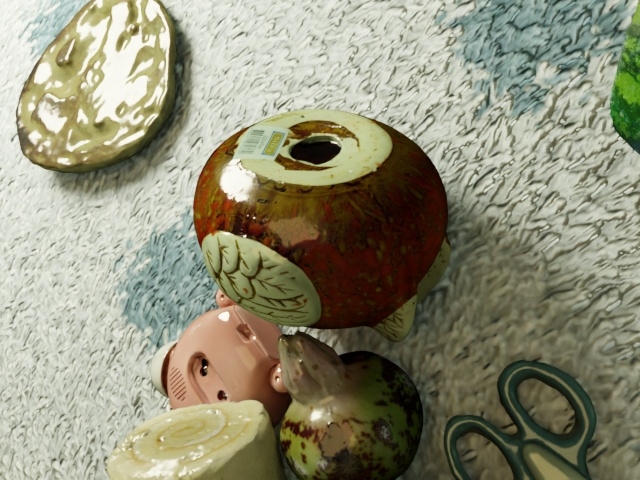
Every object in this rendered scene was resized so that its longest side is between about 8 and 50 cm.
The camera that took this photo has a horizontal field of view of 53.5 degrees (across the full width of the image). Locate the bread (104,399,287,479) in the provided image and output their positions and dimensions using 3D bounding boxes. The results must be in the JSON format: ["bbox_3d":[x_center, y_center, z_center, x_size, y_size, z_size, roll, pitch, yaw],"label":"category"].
[{"bbox_3d":[-0.102,0.236,0.576,0.148,0.134,0.141,-13,99,4],"label":"bread"}]

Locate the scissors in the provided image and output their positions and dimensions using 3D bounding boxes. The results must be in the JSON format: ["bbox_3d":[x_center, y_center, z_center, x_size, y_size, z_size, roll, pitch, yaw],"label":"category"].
[{"bbox_3d":[0.231,0.232,0.516,0.138,0.041,0.289,-44,62,3],"label":"scissors"}]

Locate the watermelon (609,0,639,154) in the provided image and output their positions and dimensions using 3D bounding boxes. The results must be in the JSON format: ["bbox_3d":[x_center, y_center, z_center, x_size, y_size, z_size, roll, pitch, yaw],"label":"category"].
[{"bbox_3d":[0.340,-0.104,0.510,0.231,0.128,0.146,43,117,26],"label":"watermelon"}]

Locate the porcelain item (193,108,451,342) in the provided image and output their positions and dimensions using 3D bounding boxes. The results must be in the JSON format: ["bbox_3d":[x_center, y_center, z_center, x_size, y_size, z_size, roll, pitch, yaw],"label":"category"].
[{"bbox_3d":[0.000,0.000,0.618,0.253,0.253,0.252,-6,76,26],"label":"porcelain item"}]

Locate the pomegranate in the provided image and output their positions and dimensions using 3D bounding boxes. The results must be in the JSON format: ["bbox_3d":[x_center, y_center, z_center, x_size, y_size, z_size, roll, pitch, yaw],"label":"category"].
[{"bbox_3d":[0.014,0.154,0.585,0.163,0.125,0.138,41,57,4],"label":"pomegranate"}]

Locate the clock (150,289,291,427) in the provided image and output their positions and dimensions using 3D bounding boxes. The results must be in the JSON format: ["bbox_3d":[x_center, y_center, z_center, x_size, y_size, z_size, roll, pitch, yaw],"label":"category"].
[{"bbox_3d":[-0.106,0.150,0.683,0.162,0.093,0.166,-47,63,14],"label":"clock"}]

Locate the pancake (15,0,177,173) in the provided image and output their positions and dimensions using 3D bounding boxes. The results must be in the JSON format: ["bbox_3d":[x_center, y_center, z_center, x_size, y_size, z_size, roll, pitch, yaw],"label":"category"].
[{"bbox_3d":[-0.315,-0.219,0.896,0.295,0.049,0.294,-7,74,23],"label":"pancake"}]
